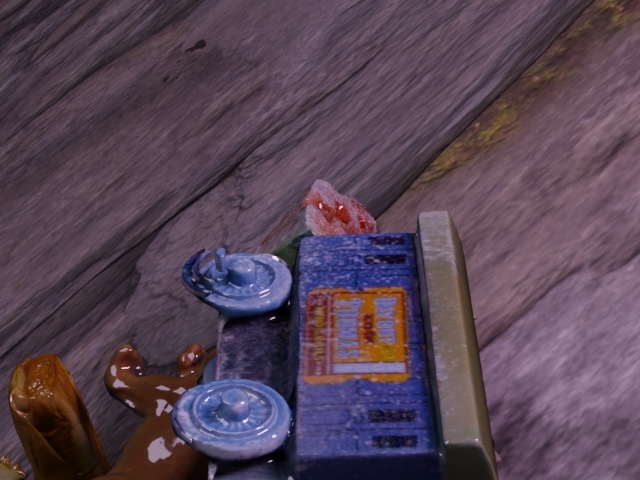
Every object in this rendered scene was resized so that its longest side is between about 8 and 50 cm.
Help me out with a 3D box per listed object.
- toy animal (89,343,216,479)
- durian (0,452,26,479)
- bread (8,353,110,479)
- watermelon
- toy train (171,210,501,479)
[{"bbox_3d":[-0.109,0.151,1.174,0.157,0.097,0.312,6,50,45],"label":"toy animal"},{"bbox_3d":[-0.390,0.267,1.288,0.172,0.166,0.306,-54,4,40],"label":"durian"},{"bbox_3d":[-0.206,0.155,1.241,0.053,0.132,0.074,-18,31,0],"label":"bread"},{"bbox_3d":[0.009,0.006,1.270,0.121,0.098,0.158,3,42,51],"label":"watermelon"},{"bbox_3d":[0.009,0.100,1.029,0.202,0.131,0.300,-2,32,1],"label":"toy train"}]
